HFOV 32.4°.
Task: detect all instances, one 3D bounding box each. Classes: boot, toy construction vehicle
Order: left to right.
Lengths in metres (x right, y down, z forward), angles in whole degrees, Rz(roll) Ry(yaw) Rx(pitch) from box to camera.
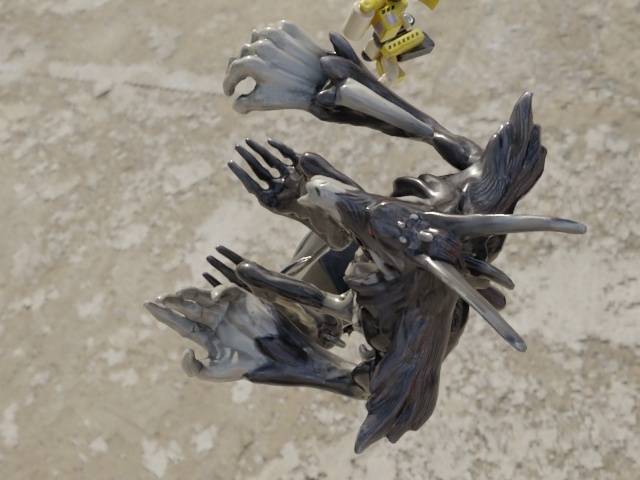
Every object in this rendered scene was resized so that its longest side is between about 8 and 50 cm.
[{"bbox_3d":[0.058,0.015,1.518,0.146,0.445,0.367,40,63,-1],"label":"boot"},{"bbox_3d":[0.051,-0.124,0.643,0.098,0.086,0.035,-34,78,-34],"label":"toy construction vehicle"}]

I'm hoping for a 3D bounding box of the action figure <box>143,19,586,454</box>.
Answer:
[{"bbox_3d":[0.000,0.000,0.502,0.164,0.141,0.275,-69,15,-8],"label":"action figure"}]
